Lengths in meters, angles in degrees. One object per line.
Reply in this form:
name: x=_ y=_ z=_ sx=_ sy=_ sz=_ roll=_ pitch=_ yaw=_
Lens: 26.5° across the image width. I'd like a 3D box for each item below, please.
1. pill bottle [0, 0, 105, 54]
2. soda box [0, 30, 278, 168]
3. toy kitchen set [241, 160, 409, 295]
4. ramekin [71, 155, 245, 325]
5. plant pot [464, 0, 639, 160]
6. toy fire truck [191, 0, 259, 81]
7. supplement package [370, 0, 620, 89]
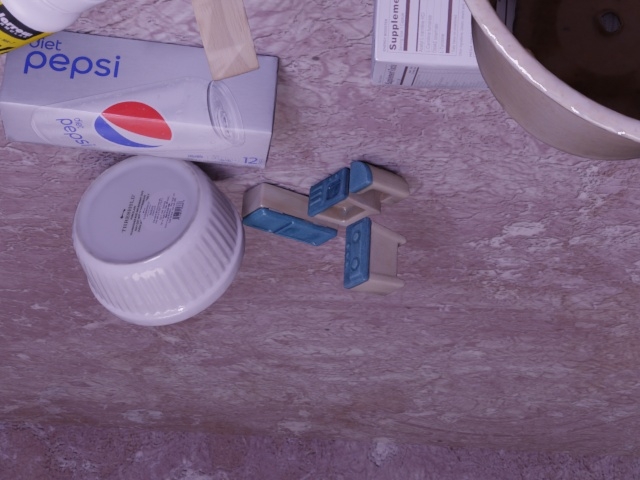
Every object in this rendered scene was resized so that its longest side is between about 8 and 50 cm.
pill bottle: x=-0.287 y=-0.234 z=1.235 sx=0.208 sy=0.119 sz=0.119 roll=-14 pitch=152 yaw=36
soda box: x=-0.191 y=-0.151 z=1.447 sx=0.286 sy=0.098 sz=0.091 roll=7 pitch=157 yaw=-5
toy kitchen set: x=0.000 y=0.000 z=1.684 sx=0.122 sy=0.166 sz=0.207 roll=17 pitch=154 yaw=-29
ramekin: x=-0.204 y=-0.011 z=1.659 sx=0.207 sy=0.207 sz=0.109 roll=-3 pitch=146 yaw=16
plant pot: x=0.230 y=-0.194 z=0.946 sx=0.333 sy=0.334 sz=0.305 roll=4 pitch=172 yaw=0
toy fire truck: x=-0.034 y=-0.232 z=1.050 sx=0.217 sy=0.159 sz=0.246 roll=2 pitch=170 yaw=0
supplement package: x=0.168 y=-0.202 z=1.174 sx=0.244 sy=0.134 sz=0.139 roll=4 pitch=177 yaw=0
